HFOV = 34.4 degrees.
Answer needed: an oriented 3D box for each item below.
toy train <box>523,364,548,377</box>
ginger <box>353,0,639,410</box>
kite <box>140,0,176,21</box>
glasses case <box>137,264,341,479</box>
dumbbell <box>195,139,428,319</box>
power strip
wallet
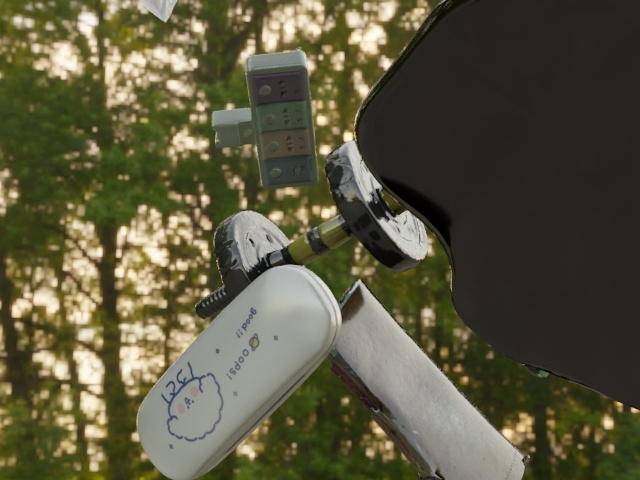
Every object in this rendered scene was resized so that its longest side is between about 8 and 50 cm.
[{"bbox_3d":[0.406,0.079,1.639,0.120,0.298,0.194,31,-3,31],"label":"toy train"},{"bbox_3d":[0.247,-0.060,0.623,0.211,0.358,0.413,-39,20,-35],"label":"ginger"},{"bbox_3d":[-0.256,-0.387,1.064,0.022,0.204,0.360,-26,-49,20],"label":"kite"},{"bbox_3d":[-0.063,0.099,0.759,0.197,0.076,0.049,-46,-21,21],"label":"glasses case"},{"bbox_3d":[0.000,0.000,1.054,0.325,0.143,0.143,-31,-25,22],"label":"dumbbell"},{"bbox_3d":[-0.082,-0.169,1.482,0.145,0.061,0.216,-6,-49,-1],"label":"power strip"},{"bbox_3d":[0.095,0.158,0.989,0.031,0.255,0.137,-40,4,33],"label":"wallet"}]
